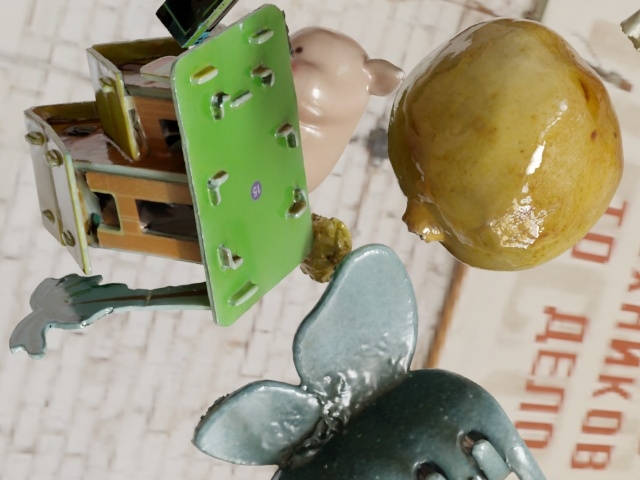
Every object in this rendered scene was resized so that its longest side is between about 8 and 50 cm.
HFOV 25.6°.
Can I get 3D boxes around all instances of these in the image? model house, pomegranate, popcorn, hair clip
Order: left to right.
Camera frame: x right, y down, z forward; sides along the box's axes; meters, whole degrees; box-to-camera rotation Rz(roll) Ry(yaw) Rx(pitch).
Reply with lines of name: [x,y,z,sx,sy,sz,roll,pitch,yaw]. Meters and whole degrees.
model house: [-0.229,-0.068,1.497,0.323,0.340,0.300,8,-59,31]
popcorn: [0.000,0.000,1.660,0.084,0.084,0.084,-15,-109,50]
hair clip: [0.068,0.257,1.584,0.318,0.392,0.238,-35,-136,-2]
pomegranate: [0.173,-0.085,1.301,0.233,0.233,0.233,-15,-109,50]

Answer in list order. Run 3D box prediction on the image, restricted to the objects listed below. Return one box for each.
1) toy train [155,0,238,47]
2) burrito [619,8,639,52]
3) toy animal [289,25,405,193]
toy train: [-0.065,-0.260,1.260,0.209,0.042,0.044,-43,-100,27]
burrito: [0.425,-0.288,1.242,0.392,0.076,0.117,-45,-95,0]
toy animal: [-0.051,-0.182,1.928,0.256,0.213,0.195,-60,-145,11]
